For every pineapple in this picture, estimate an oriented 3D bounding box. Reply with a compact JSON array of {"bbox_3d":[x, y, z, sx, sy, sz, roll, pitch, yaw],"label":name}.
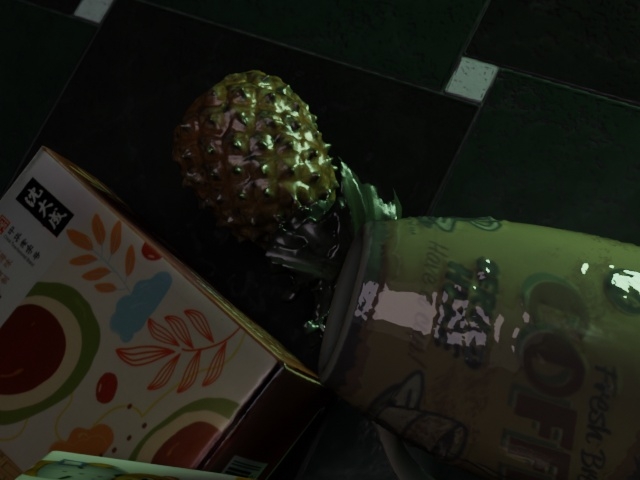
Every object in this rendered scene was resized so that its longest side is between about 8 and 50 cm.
[{"bbox_3d":[0.003,-0.002,1.161,0.165,0.165,0.364,-39,69,2],"label":"pineapple"}]

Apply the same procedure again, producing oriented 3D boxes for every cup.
[{"bbox_3d":[0.126,0.113,0.984,0.257,0.301,0.227,17,33,-2],"label":"cup"}]

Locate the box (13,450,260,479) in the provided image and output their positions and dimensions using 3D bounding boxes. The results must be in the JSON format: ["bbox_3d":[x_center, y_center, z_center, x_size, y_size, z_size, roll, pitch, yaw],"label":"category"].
[{"bbox_3d":[-0.081,0.272,0.916,0.341,0.225,0.143,6,93,3],"label":"box"}]

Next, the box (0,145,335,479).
[{"bbox_3d":[-0.238,0.156,1.172,0.385,0.122,0.344,39,92,29],"label":"box"}]
